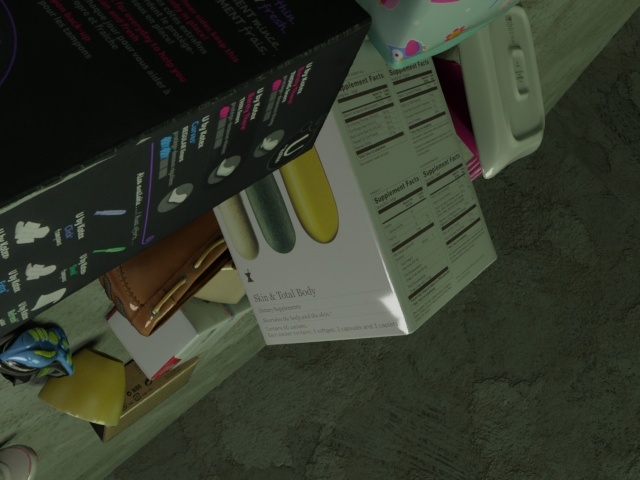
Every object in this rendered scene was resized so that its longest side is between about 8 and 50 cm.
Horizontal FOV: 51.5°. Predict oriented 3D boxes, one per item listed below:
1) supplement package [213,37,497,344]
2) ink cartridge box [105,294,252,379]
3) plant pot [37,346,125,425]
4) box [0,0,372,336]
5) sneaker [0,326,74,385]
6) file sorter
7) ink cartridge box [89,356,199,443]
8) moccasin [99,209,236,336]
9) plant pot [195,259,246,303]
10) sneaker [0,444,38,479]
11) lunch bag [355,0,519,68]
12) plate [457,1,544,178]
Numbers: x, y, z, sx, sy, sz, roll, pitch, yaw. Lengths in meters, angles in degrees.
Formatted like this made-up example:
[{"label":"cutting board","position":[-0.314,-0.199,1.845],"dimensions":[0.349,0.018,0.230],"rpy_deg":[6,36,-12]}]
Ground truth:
[{"label":"supplement package","position":[0.023,-0.054,0.703],"dimensions":[0.199,0.262,0.198],"rpy_deg":[-12,-168,42]},{"label":"ink cartridge box","position":[-0.223,0.118,1.082],"dimensions":[0.128,0.127,0.176],"rpy_deg":[-45,169,23]},{"label":"plant pot","position":[-0.373,0.230,1.079],"dimensions":[0.134,0.134,0.095],"rpy_deg":[83,28,-78]},{"label":"box","position":[-0.132,-0.093,0.402],"dimensions":[0.270,0.165,0.143],"rpy_deg":[-35,168,-29]},{"label":"sneaker","position":[-0.381,0.154,0.882],"dimensions":[0.078,0.067,0.188],"rpy_deg":[-18,169,-6]},{"label":"file sorter","position":[0.196,-0.180,1.161],"dimensions":[0.182,0.202,0.291],"rpy_deg":[-42,170,28]},{"label":"ink cartridge box","position":[-0.394,0.323,1.455],"dimensions":[0.235,0.088,0.193],"rpy_deg":[-35,170,-32]},{"label":"moccasin","position":[-0.108,-0.008,0.910],"dimensions":[0.380,0.147,0.139],"rpy_deg":[-34,168,-33]},{"label":"plant pot","position":[-0.164,0.032,1.031],"dimensions":[0.096,0.109,0.109],"rpy_deg":[-6,146,-52]},{"label":"sneaker","position":[-0.607,0.444,1.143],"dimensions":[0.252,0.103,0.111],"rpy_deg":[-35,170,-33]},{"label":"lunch bag","position":[0.157,-0.305,0.592],"dimensions":[0.262,0.160,0.223],"rpy_deg":[-28,164,-29]},{"label":"plate","position":[0.286,-0.254,1.017],"dimensions":[0.045,0.277,0.277],"rpy_deg":[-7,-169,35]}]
